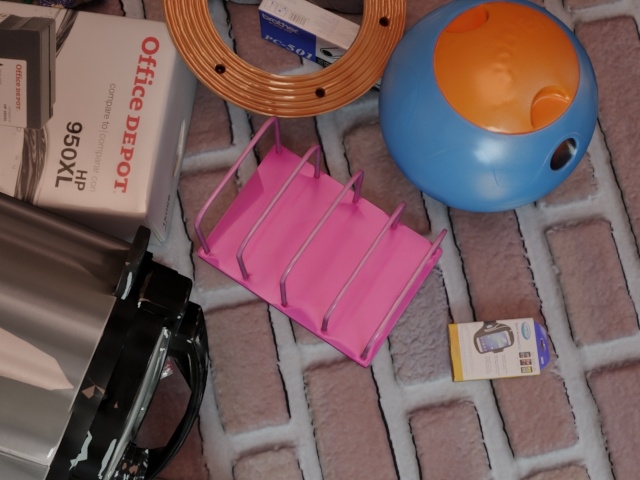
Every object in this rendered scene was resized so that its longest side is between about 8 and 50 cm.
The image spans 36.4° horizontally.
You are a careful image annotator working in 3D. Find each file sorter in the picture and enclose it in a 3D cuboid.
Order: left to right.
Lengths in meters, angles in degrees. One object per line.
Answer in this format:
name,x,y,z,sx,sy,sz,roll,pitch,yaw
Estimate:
file sorter,0.000,0.000,1.312,0.291,0.182,0.202,33,79,7

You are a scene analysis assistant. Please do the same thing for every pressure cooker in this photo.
pressure cooker,-0.349,0.151,1.146,0.421,0.370,0.375,22,71,-10

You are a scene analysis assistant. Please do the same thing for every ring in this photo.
ring,-0.048,-0.330,1.334,0.337,0.032,0.336,1,84,-12

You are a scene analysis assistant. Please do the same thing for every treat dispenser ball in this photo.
treat dispenser ball,0.222,-0.181,1.299,0.288,0.288,0.288,0,77,0

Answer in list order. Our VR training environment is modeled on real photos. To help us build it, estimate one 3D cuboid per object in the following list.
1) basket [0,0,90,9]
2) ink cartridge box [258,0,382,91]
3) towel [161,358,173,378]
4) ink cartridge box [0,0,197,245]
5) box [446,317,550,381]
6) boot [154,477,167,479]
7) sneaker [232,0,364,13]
basket,-0.382,-0.449,1.384,0.289,0.255,0.201,-39,74,9
ink cartridge box,0.012,-0.291,1.421,0.207,0.097,0.046,26,78,6
towel,-0.307,0.128,1.363,0.144,0.029,0.197,-26,78,-3
ink cartridge box,-0.394,-0.168,1.356,0.395,0.166,0.285,7,76,1
box,0.248,0.152,1.358,0.136,0.028,0.081,-3,77,-3
boot,-0.197,0.349,1.233,0.237,0.178,0.085,7,77,0
sneaker,-0.055,-0.467,1.445,0.366,0.137,0.210,7,77,-4
